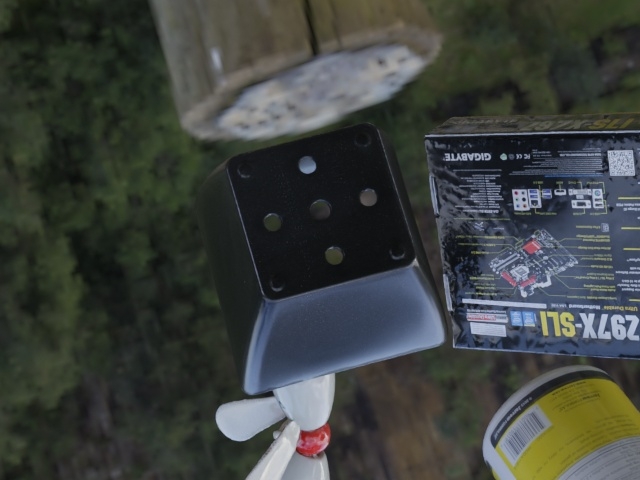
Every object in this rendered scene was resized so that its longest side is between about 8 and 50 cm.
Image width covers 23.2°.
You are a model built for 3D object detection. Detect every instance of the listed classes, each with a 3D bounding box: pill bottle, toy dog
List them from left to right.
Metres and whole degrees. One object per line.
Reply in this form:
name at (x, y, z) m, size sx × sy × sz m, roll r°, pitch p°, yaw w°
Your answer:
toy dog at (-0.068, 0.264, 1.719) m, size 0.161 × 0.334 × 0.220 m, roll -4°, pitch -172°, yaw -10°
pill bottle at (0.188, 0.174, 0.984) m, size 0.103 × 0.184 × 0.103 m, roll -18°, pitch 138°, yaw -18°

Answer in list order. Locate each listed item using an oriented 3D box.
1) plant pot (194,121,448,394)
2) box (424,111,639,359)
plant pot at (0.000, 0.000, 1.297) m, size 0.187 × 0.188 × 0.167 m, roll -14°, pitch 162°, yaw -5°
box at (0.282, -0.006, 1.674) m, size 0.322 × 0.257 × 0.079 m, roll 0°, pitch -159°, yaw 32°
